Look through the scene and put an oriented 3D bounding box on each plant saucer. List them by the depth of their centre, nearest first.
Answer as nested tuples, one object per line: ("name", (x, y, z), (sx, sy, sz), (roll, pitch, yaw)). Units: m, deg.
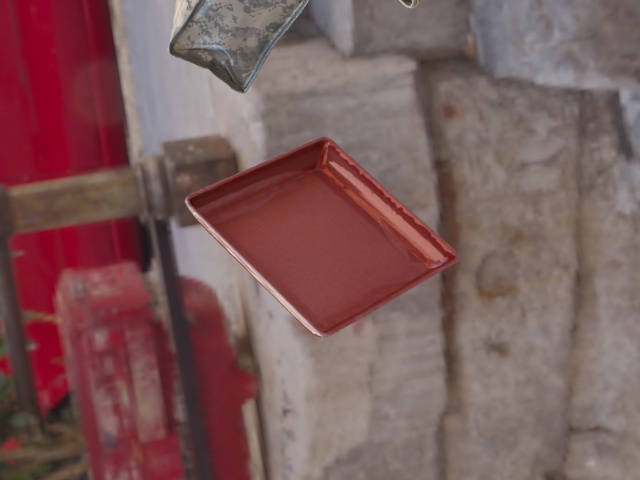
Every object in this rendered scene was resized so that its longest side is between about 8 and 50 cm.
("plant saucer", (0.000, 0.000, 1.708), (0.259, 0.258, 0.048), (44, 137, 22))

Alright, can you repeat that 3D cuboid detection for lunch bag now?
("lunch bag", (-0.105, -0.416, 2.130), (0.287, 0.169, 0.235), (-51, 22, 28))

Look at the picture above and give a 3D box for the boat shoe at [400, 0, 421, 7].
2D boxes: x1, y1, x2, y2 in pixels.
("boat shoe", (0.055, -0.293, 1.310), (0.056, 0.048, 0.153), (-20, 112, 46))
